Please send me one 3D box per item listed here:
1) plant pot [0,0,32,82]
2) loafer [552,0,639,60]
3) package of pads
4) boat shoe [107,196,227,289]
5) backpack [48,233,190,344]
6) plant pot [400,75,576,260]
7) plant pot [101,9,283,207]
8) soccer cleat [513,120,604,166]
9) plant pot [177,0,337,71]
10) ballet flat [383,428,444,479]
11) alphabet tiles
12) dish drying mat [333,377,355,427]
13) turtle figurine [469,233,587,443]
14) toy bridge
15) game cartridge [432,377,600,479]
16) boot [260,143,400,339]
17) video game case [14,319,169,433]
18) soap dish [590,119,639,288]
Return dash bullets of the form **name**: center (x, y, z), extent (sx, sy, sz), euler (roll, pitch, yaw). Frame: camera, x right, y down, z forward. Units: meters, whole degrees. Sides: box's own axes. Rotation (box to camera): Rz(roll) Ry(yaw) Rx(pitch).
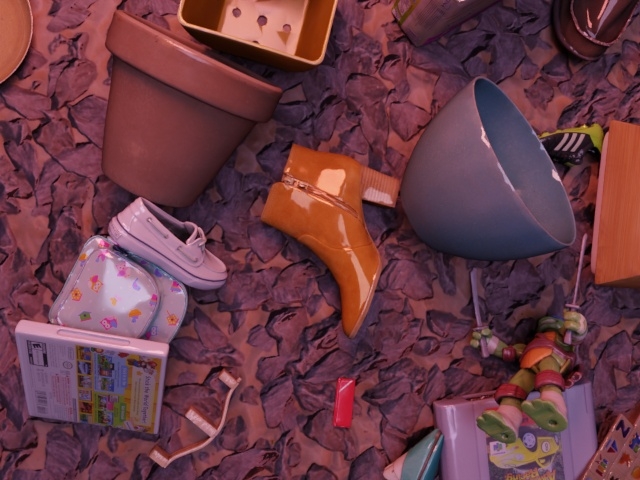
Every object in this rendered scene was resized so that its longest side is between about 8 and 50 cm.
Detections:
- **plant pot**: center (-0.573, -0.341, 0.957), extent (0.236, 0.032, 0.237), euler (0, 90, -9)
- **loafer**: center (0.529, -0.497, 1.069), extent (0.133, 0.130, 0.366), euler (23, 86, -7)
- **package of pads**: center (0.281, -0.448, 0.983), extent (0.296, 0.229, 0.101), euler (-33, 94, -7)
- **boat shoe**: center (-0.209, 0.009, 0.926), extent (0.076, 0.226, 0.083), euler (-43, 52, 12)
- **backpack**: center (-0.298, 0.093, 0.938), extent (0.188, 0.144, 0.166), euler (29, 87, -17)
- **plant pot**: center (0.245, -0.083, 0.975), extent (0.195, 0.290, 0.290), euler (-31, 95, 34)
- **plant pot**: center (-0.222, -0.182, 0.917), extent (0.263, 0.263, 0.229), euler (26, 103, -7)
- **soccer cleat**: center (0.430, -0.165, 1.089), extent (0.178, 0.060, 0.072), euler (-12, 93, -11)
- **plant pot**: center (-0.087, -0.377, 0.950), extent (0.212, 0.187, 0.212), euler (15, 88, -8)
- **ballet flat**: center (0.140, 0.431, 1.028), extent (0.087, 0.083, 0.248), euler (13, 90, 28)
- **alphabet tiles**: center (0.583, 0.404, 1.104), extent (0.198, 0.009, 0.237), euler (43, 75, -14)
- **dish drying mat**: center (0.041, 0.281, 1.052), extent (0.032, 0.008, 0.083), euler (6, 88, -9)
- **turtle figurine**: center (0.326, 0.169, 0.989), extent (0.197, 0.266, 0.275), euler (2, 126, 27)
- **toy bridge**: center (-0.196, 0.300, 1.009), extent (0.063, 0.026, 0.188), euler (43, 84, -8)
- **game cartridge**: center (0.351, 0.361, 1.076), extent (0.294, 0.060, 0.196), euler (-7, 94, -8)
- **boot**: center (0.000, -0.001, 1.012), extent (0.211, 0.104, 0.295), euler (14, 82, -3)
- **video game case**: center (-0.339, 0.212, 0.915), extent (0.206, 0.026, 0.227), euler (11, 132, -8)
- **soap dish**: center (0.606, -0.055, 1.067), extent (0.228, 0.118, 0.291), euler (6, 89, -17)
